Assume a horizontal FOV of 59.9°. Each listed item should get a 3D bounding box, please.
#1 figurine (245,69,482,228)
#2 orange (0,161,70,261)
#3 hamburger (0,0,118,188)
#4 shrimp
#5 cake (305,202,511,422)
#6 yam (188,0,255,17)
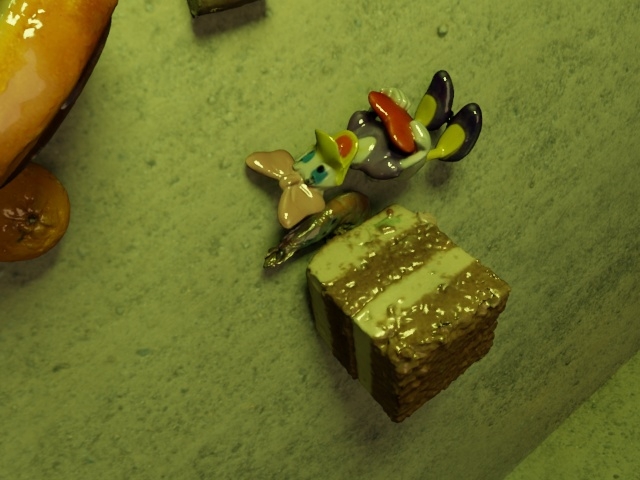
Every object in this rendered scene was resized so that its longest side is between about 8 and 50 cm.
[{"bbox_3d":[0.090,-0.158,0.952,0.420,0.154,0.193,-19,159,-34],"label":"figurine"},{"bbox_3d":[-0.390,-0.035,0.708,0.135,0.117,0.136,-11,116,-23],"label":"orange"},{"bbox_3d":[-0.360,-0.207,0.500,0.250,0.330,0.330,33,94,-40],"label":"hamburger"},{"bbox_3d":[0.001,0.001,1.036,0.251,0.052,0.144,-27,132,-19],"label":"shrimp"},{"bbox_3d":[0.147,0.130,1.032,0.255,0.290,0.282,-30,142,-18],"label":"cake"},{"bbox_3d":[-0.119,-0.353,0.740,0.127,0.084,0.084,-23,126,-18],"label":"yam"}]
